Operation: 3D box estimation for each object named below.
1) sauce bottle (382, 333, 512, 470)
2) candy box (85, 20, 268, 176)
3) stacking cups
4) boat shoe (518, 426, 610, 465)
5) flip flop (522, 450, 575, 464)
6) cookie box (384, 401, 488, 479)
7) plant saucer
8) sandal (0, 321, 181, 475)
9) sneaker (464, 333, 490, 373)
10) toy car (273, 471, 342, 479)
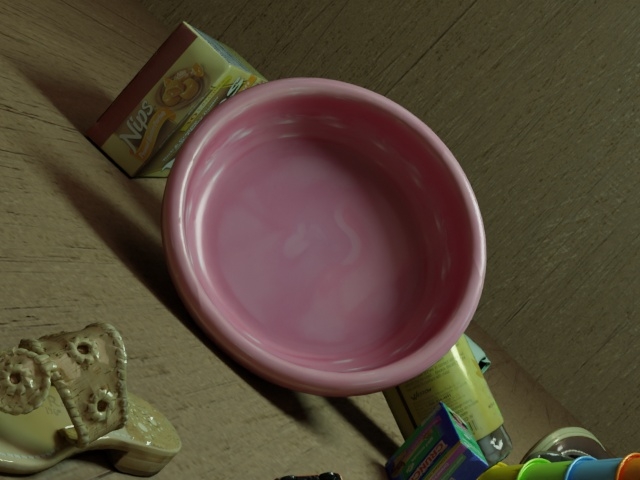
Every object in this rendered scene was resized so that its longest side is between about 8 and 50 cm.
[{"bbox_3d":[0.095,0.094,1.349,0.111,0.111,0.344,-12,78,-82],"label":"sauce bottle"},{"bbox_3d":[-0.175,-0.174,1.620,0.087,0.183,0.316,42,7,3],"label":"candy box"},{"bbox_3d":[0.290,0.250,1.241,0.096,0.096,0.316,40,-37,-23],"label":"stacking cups"},{"bbox_3d":[0.408,0.381,1.827,0.123,0.123,0.342,47,2,43],"label":"boat shoe"},{"bbox_3d":[0.336,0.360,1.650,0.080,0.112,0.277,12,-16,47],"label":"flip flop"},{"bbox_3d":[0.113,0.221,1.221,0.040,0.092,0.107,38,7,-14],"label":"cookie box"},{"bbox_3d":[0.000,0.000,1.242,0.332,0.332,0.084,43,-28,2],"label":"plant saucer"},{"bbox_3d":[-0.138,0.079,0.712,0.088,0.079,0.240,46,8,27],"label":"sandal"},{"bbox_3d":[0.210,0.169,2.071,0.151,0.094,0.256,37,17,0],"label":"sneaker"},{"bbox_3d":[0.005,0.225,0.903,0.122,0.060,0.040,62,-32,16],"label":"toy car"}]
